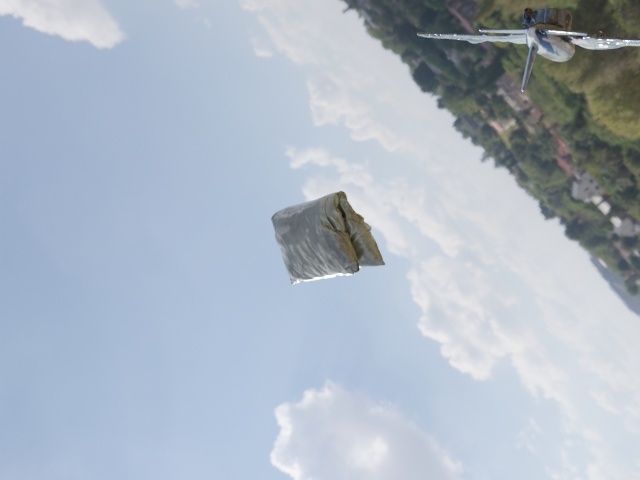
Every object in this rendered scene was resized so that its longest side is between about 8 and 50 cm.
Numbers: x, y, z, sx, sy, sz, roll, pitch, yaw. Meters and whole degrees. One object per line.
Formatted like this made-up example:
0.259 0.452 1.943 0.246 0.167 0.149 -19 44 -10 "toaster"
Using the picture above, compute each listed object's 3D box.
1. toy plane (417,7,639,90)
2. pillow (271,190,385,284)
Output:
0.209 -0.181 0.573 0.226 0.058 0.226 11 -155 25 "toy plane"
0.000 0.000 0.999 0.078 0.181 0.134 -31 -79 -40 "pillow"
